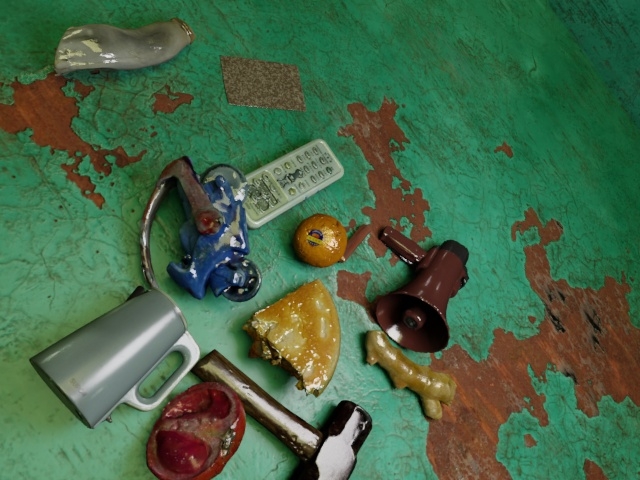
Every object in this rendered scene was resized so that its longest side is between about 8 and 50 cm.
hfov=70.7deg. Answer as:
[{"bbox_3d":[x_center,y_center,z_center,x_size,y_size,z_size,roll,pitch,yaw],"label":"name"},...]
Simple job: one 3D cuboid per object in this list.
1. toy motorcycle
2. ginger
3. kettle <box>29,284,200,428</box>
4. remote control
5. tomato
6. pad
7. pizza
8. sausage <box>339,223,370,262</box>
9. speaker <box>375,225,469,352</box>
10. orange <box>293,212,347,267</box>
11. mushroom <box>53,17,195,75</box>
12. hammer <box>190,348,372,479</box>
[{"bbox_3d":[-0.262,-0.011,0.992,0.182,0.241,0.319,17,62,-66],"label":"toy motorcycle"},{"bbox_3d":[0.223,0.327,1.145,0.299,0.065,0.118,41,72,-7],"label":"ginger"},{"bbox_3d":[-0.360,0.224,0.849,0.243,0.160,0.211,-40,98,-37],"label":"kettle"},{"bbox_3d":[-0.088,-0.148,1.161,0.335,0.065,0.128,-34,91,-32],"label":"remote control"},{"bbox_3d":[-0.229,0.379,0.867,0.189,0.173,0.099,-62,146,-38],"label":"tomato"},{"bbox_3d":[-0.157,-0.439,1.267,0.234,0.003,0.158,-4,74,-28],"label":"pad"},{"bbox_3d":[-0.066,0.210,1.015,0.228,0.081,0.290,11,52,-18],"label":"pizza"},{"bbox_3d":[0.089,0.006,1.212,0.030,0.035,0.147,35,56,12],"label":"sausage"},{"bbox_3d":[0.260,0.111,1.228,0.259,0.198,0.329,14,41,21],"label":"speaker"},{"bbox_3d":[0.002,0.002,1.122,0.135,0.117,0.136,-3,79,18],"label":"orange"},{"bbox_3d":[-0.459,-0.462,1.076,0.351,0.097,0.109,-28,89,-35],"label":"mushroom"},{"bbox_3d":[-0.098,0.375,0.969,0.408,0.095,0.242,39,59,-3],"label":"hammer"}]
